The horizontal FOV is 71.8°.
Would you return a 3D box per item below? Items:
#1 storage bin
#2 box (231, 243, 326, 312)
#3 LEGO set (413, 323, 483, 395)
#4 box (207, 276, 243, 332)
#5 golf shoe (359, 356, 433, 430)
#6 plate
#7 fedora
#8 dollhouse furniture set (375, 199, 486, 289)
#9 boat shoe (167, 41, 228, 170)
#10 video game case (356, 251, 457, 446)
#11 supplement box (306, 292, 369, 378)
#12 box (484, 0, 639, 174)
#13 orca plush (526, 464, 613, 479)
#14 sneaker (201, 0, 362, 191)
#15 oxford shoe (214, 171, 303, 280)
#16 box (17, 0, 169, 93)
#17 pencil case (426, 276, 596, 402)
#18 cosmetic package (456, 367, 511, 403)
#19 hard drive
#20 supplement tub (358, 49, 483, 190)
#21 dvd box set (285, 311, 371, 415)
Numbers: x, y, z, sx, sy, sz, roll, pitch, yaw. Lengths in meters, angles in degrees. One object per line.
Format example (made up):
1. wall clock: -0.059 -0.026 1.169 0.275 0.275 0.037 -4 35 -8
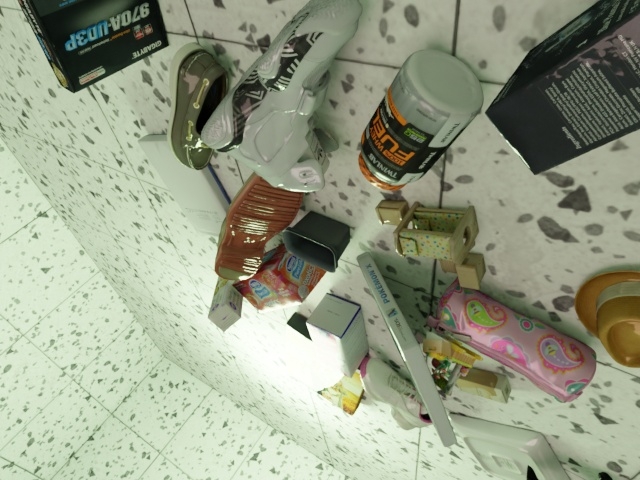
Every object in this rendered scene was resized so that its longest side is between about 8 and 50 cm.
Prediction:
1. storage bin: 0.000 0.000 0.979 0.135 0.091 0.098 24 144 25
2. box: -0.113 0.098 1.178 0.123 0.128 0.257 49 147 -12
3. LEGO set: 0.245 0.251 0.897 0.132 0.107 0.287 29 180 12
4. box: -0.264 0.149 1.279 0.063 0.067 0.324 47 -172 -18
5. golf shoe: 0.234 0.434 1.271 0.140 0.115 0.306 -18 123 42
6. plate: 0.521 0.602 1.225 0.278 0.045 0.277 -9 124 50
7. fedora: 0.478 0.133 0.666 0.194 0.079 0.194 27 146 20
8. dollhouse furniture set: 0.187 0.024 0.808 0.182 0.101 0.161 8 136 40
9. boat shoe: -0.248 -0.247 0.915 0.091 0.109 0.305 38 144 12
10. video game case: 0.180 0.226 0.947 0.300 0.036 0.329 -111 -4 -57
11. supplement box: 0.053 0.267 1.231 0.111 0.114 0.220 17 143 30
12. box: 0.275 -0.168 0.434 0.093 0.156 0.158 46 147 -8
13. orca plush: 0.652 0.596 1.058 0.287 0.102 0.151 13 173 28
14. sneaker: -0.025 -0.212 0.717 0.210 0.137 0.366 38 138 -23
15. oxford shoe: -0.156 -0.071 1.011 0.140 0.146 0.397 14 136 -27
16. box: -0.389 -0.391 0.779 0.051 0.220 0.175 31 146 23
17. pencil case: 0.347 0.182 0.823 0.284 0.124 0.124 28 146 16
18. cosmetic package: 0.383 0.339 1.047 0.115 0.041 0.060 2 132 44
19. hard drive: -0.344 -0.141 1.204 0.210 0.040 0.319 10 137 38
20. supplement tub: 0.130 -0.159 0.630 0.117 0.117 0.190 38 147 3
21. dvd box set: 0.019 0.437 1.517 0.307 0.062 0.420 29 146 16
